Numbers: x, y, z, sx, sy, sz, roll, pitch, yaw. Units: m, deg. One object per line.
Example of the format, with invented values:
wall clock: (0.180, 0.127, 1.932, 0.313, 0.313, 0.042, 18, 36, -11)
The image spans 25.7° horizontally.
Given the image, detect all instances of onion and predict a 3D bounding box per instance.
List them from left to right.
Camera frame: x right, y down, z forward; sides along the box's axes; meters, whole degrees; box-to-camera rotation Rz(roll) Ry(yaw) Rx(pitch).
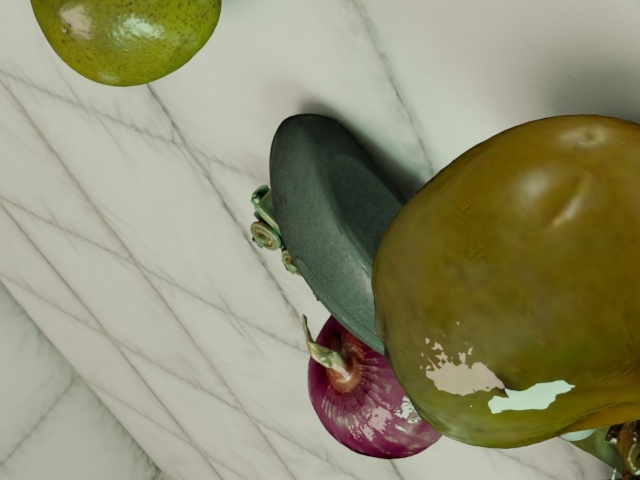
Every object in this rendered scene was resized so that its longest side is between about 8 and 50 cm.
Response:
onion: (0.078, 0.179, 1.727, 0.207, 0.200, 0.200, 8, 148, 23)

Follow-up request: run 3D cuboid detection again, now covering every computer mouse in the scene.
computer mouse: (0.052, 0.035, 1.505, 0.374, 0.114, 0.203, 52, 162, 8)

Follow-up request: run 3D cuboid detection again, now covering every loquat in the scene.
loquat: (0.179, 0.031, 1.116, 0.276, 0.284, 0.276, 163, 90, -89)

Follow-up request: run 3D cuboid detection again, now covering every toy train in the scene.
toy train: (0.000, 0.000, 1.704, 0.194, 0.081, 0.125, 45, 151, -8)

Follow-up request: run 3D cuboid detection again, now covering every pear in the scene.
pear: (-0.192, -0.245, 1.379, 0.198, 0.198, 0.198, 36, 160, 15)

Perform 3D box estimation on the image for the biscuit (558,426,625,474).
biscuit: (0.321, 0.175, 1.480, 0.329, 0.078, 0.335, 42, 159, 11)

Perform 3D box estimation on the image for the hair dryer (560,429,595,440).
hair dryer: (0.227, 0.146, 1.464, 0.137, 0.047, 0.082, 33, 155, 55)

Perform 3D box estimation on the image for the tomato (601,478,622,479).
tomato: (0.377, 0.449, 1.667, 0.290, 0.293, 0.325, 8, 153, 38)

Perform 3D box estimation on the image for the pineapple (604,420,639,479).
pineapple: (0.350, 0.223, 1.272, 0.334, 0.161, 0.158, 49, -158, -9)
